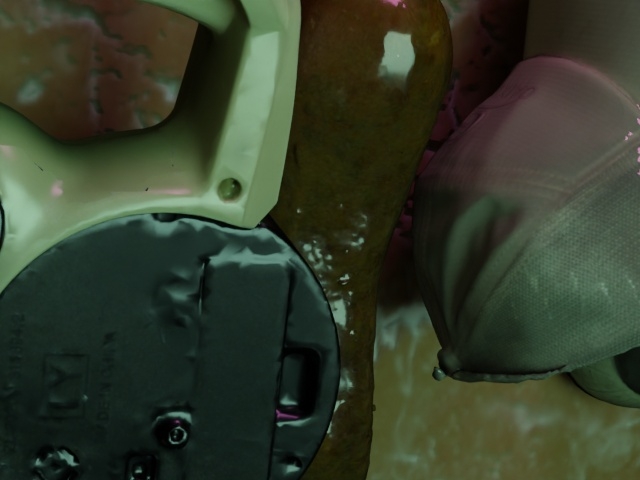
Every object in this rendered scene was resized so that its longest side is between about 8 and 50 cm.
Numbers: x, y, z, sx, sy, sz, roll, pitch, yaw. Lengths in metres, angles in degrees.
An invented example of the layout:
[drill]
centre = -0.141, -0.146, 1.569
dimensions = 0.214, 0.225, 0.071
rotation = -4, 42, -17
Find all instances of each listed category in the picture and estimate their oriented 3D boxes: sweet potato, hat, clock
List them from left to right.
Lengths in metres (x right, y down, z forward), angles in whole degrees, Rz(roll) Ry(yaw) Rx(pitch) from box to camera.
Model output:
[clock]
centre = -0.112, -0.040, 0.757
dimensions = 0.276, 0.120, 0.379
rotation = -2, 107, -16
[sweet potato]
centre = -0.001, 0.001, 0.888
dimensions = 0.097, 0.097, 0.292
rotation = -3, 112, -33
[hat]
centre = 0.103, -0.061, 0.892
dimensions = 0.164, 0.219, 0.226
rotation = -17, 97, -15

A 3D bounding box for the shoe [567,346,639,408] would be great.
[shoe]
centre = 0.248, -0.056, 0.990
dimensions = 0.132, 0.171, 0.336
rotation = 18, 91, -35
